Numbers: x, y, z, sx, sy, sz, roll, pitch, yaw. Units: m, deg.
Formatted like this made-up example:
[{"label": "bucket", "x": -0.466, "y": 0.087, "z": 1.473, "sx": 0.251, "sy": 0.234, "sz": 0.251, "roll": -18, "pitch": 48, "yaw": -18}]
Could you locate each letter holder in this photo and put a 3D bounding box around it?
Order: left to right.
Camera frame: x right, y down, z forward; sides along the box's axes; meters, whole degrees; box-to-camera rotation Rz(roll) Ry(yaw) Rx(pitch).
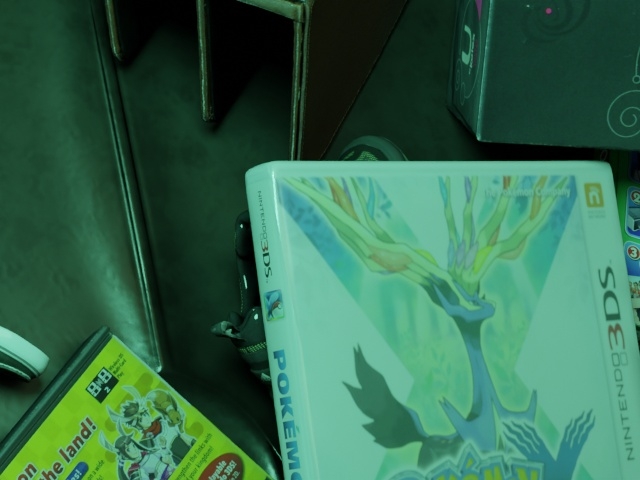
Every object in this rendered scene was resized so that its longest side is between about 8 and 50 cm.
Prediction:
[{"label": "letter holder", "x": -0.023, "y": -0.215, "z": 1.376, "sx": 0.152, "sy": 0.214, "sz": 0.302, "roll": 18, "pitch": 54, "yaw": 13}]

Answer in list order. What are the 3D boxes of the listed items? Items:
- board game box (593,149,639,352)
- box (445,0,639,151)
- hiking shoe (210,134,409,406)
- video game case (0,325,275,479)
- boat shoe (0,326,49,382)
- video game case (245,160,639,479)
[{"label": "board game box", "x": 0.367, "y": 0.015, "z": 1.528, "sx": 0.317, "sy": 0.046, "sz": 0.214, "roll": 17, "pitch": 62, "yaw": -16}, {"label": "box", "x": 0.243, "y": -0.157, "z": 1.410, "sx": 0.270, "sy": 0.143, "sz": 0.165, "roll": 2, "pitch": 104, "yaw": -6}, {"label": "hiking shoe", "x": 0.000, "y": 0.000, "z": 1.287, "sx": 0.114, "sy": 0.086, "sz": 0.227, "roll": 49, "pitch": 46, "yaw": -35}, {"label": "video game case", "x": -0.120, "y": 0.227, "z": 1.143, "sx": 0.248, "sy": 0.035, "sz": 0.275, "roll": 43, "pitch": 52, "yaw": -8}, {"label": "boat shoe", "x": -0.236, "y": 0.060, "z": 1.148, "sx": 0.142, "sy": 0.049, "sz": 0.040, "roll": 26, "pitch": 74, "yaw": -19}, {"label": "video game case", "x": 0.103, "y": 0.094, "z": 1.285, "sx": 0.329, "sy": 0.036, "sz": 0.300, "roll": -2, "pitch": 81, "yaw": -40}]
